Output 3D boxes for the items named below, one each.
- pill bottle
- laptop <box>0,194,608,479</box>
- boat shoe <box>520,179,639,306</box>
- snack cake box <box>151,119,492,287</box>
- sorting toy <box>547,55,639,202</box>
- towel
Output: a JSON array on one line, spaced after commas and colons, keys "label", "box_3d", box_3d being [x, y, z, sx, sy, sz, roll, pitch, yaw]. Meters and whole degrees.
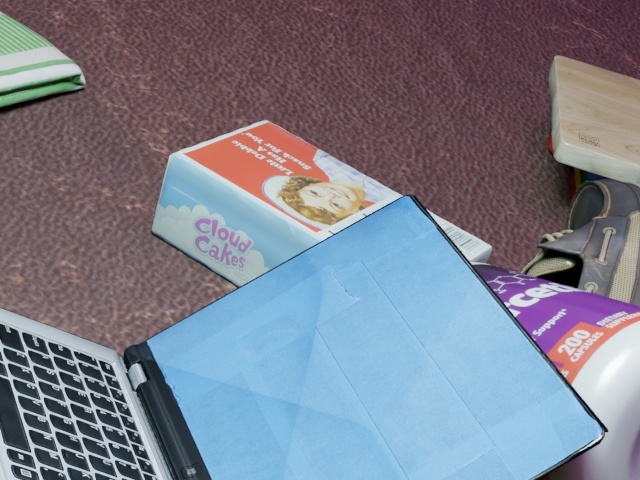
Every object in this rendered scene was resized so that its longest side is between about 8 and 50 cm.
[{"label": "pill bottle", "box_3d": [0.152, 0.118, 1.381, 0.181, 0.181, 0.323, -3, 11, -35]}, {"label": "laptop", "box_3d": [-0.095, 0.067, 1.263, 0.408, 0.236, 0.382, 23, 16, -27]}, {"label": "boat shoe", "box_3d": [0.251, 0.034, 1.718, 0.130, 0.132, 0.355, 15, 26, -7]}, {"label": "snack cake box", "box_3d": [0.000, 0.000, 1.669, 0.264, 0.089, 0.152, 31, 31, 23]}, {"label": "sorting toy", "box_3d": [0.368, -0.084, 2.053, 0.257, 0.089, 0.255, 17, 27, -3]}, {"label": "towel", "box_3d": [-0.421, -0.213, 1.858, 0.325, 0.038, 0.248, 29, 28, 24]}]
